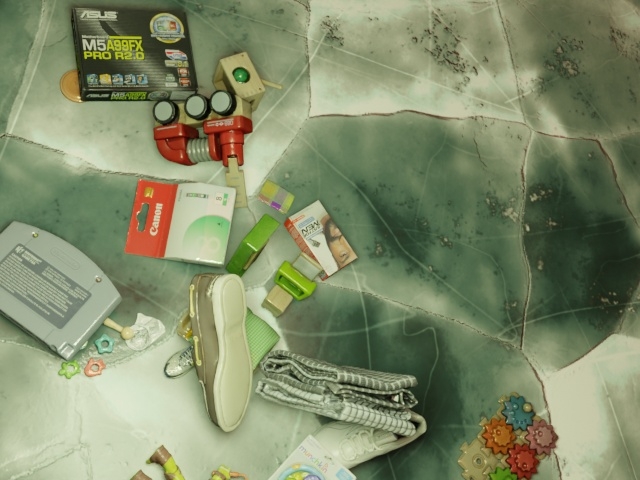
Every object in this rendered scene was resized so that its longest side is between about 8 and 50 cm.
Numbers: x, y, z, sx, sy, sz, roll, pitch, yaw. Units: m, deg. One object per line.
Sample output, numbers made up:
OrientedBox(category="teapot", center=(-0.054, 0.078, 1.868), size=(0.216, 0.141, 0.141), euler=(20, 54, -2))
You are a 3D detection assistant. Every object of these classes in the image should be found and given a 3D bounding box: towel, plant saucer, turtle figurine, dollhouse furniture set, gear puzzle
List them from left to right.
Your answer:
OrientedBox(category="plant saucer", center=(-0.561, -0.360, 1.896), size=(0.083, 0.013, 0.084), euler=(6, 70, -16))
OrientedBox(category="turtle figurine", center=(-0.285, 0.535, 1.646), size=(0.217, 0.087, 0.269), euler=(41, 65, -1))
OrientedBox(category="dollhouse furniture set", center=(-0.143, 0.128, 1.759), size=(0.197, 0.151, 0.301), euler=(38, 53, -2))
OrientedBox(category="towel", center=(-0.107, -0.105, 1.958), size=(0.083, 0.009, 0.060), euler=(29, 65, -8))
OrientedBox(category="towel", center=(0.036, 0.305, 1.683), size=(0.235, 0.283, 0.121), euler=(22, 77, -37))
OrientedBox(category="gear puzzle", center=(0.416, 0.515, 1.898), size=(0.175, 0.044, 0.339), euler=(46, 65, 1))

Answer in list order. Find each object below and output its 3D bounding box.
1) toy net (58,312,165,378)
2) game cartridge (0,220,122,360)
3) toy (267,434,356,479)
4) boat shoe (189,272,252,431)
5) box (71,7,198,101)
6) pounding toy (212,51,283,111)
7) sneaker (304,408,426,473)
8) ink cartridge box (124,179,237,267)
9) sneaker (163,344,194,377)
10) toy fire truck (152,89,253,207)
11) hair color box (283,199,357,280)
OrientedBox(category="toy net", center=(-0.439, 0.216, 1.726), size=(0.232, 0.045, 0.122), euler=(-8, 74, -20))
OrientedBox(category="game cartridge", center=(-0.569, 0.093, 1.691), size=(0.294, 0.060, 0.196), euler=(34, 69, 10))
OrientedBox(category="toy", center=(-0.053, 0.540, 1.692), size=(0.137, 0.056, 0.237), euler=(43, 88, 0))
OrientedBox(category="boat shoe", center=(-0.211, 0.225, 1.661), size=(0.116, 0.096, 0.325), euler=(-19, 110, -58))
OrientedBox(category="box", center=(-0.438, -0.438, 1.927), size=(0.270, 0.060, 0.216), euler=(-4, 74, -22))
OrientedBox(category="pounding toy", center=(-0.177, -0.373, 1.953), size=(0.100, 0.141, 0.130), euler=(-24, 81, -24))
OrientedBox(category="sneaker", center=(0.096, 0.429, 1.780), size=(0.297, 0.129, 0.111), euler=(-19, 82, -21))
OrientedBox(category="ink cartridge box", center=(-0.311, -0.045, 1.822), size=(0.224, 0.056, 0.181), euler=(10, 74, -6))
OrientedBox(category="sneaker", center=(-0.278, 0.247, 1.760), size=(0.135, 0.058, 0.052), euler=(-34, 85, -24))
OrientedBox(category="toy fire truck", center=(-0.254, -0.199, 1.870), size=(0.217, 0.158, 0.246), euler=(-6, 86, 16))
OrientedBox(category="hair color box", center=(0.000, 0.000, 1.934), size=(0.093, 0.053, 0.167), euler=(-33, 85, -25))
